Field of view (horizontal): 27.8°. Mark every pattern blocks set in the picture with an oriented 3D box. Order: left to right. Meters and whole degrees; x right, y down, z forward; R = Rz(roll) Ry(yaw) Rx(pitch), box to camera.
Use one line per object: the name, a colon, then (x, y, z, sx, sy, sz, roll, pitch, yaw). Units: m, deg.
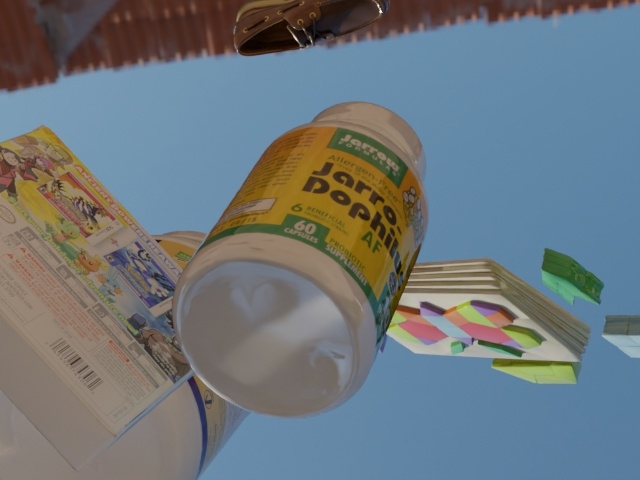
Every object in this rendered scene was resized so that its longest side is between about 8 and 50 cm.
pattern blocks set: (0.106, 0.059, 1.037, 0.325, 0.285, 0.026, -13, -125, 54)

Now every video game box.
video game box: (-0.168, 0.027, 0.836, 0.205, 0.048, 0.187, 47, -153, 3)

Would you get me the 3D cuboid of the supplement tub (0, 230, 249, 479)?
supplement tub: (-0.188, 0.132, 1.335, 0.241, 0.241, 0.331, 2, -162, 15)

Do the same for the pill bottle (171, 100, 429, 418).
pill bottle: (0.000, 0.000, 0.775, 0.118, 0.117, 0.208, 3, -148, 17)

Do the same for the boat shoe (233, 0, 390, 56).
boat shoe: (-0.011, -0.230, 1.378, 0.178, 0.064, 0.060, -9, -135, 23)
